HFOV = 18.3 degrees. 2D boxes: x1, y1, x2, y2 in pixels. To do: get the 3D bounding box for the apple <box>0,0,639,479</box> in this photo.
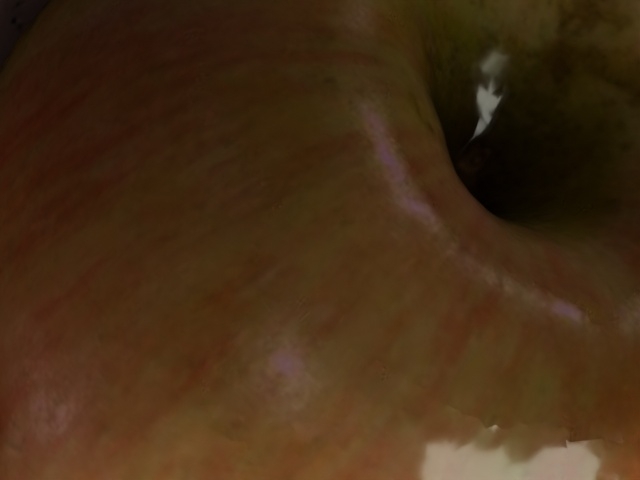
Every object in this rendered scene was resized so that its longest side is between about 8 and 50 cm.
[{"bbox_3d":[0.012,0.027,0.910,0.391,0.391,0.346,-19,159,-38],"label":"apple"}]
